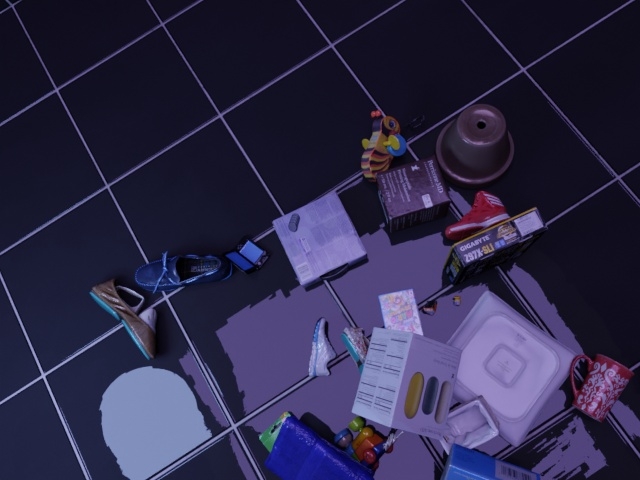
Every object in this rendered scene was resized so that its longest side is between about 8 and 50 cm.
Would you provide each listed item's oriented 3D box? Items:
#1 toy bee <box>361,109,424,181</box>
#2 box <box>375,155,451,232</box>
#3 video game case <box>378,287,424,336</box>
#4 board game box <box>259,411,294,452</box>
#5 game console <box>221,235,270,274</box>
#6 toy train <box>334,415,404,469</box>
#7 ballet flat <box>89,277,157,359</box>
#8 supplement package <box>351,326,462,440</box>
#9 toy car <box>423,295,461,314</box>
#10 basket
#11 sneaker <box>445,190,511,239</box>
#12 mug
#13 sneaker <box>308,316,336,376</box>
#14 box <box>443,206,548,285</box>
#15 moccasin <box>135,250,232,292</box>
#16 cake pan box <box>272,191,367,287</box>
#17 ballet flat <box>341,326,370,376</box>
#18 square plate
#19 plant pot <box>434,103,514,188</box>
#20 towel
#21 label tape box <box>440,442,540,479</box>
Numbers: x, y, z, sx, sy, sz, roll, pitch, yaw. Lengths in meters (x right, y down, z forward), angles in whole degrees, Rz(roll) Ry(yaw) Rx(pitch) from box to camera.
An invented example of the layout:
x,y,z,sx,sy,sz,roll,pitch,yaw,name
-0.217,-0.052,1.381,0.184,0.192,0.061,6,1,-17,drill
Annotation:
x,y,z,sx,sy,sz,roll,pitch,yaw,name
0.211,-0.356,1.937,0.162,0.195,0.298,40,54,-25,toy bee
0.300,-0.148,1.858,0.203,0.167,0.169,-17,73,3,box
0.262,0.248,1.834,0.119,0.015,0.166,-12,74,5,video game case
-0.063,0.670,1.754,0.124,0.039,0.259,-43,76,-4,board game box
-0.254,0.048,1.934,0.122,0.071,0.107,36,83,15,game console
0.141,0.578,1.669,0.143,0.105,0.248,48,124,28,toy train
-0.640,0.250,1.928,0.342,0.116,0.124,40,64,20,ballet flat
0.253,0.414,1.655,0.199,0.198,0.263,23,76,-26,supplement package
0.391,0.213,1.806,0.121,0.060,0.041,-8,105,13,toy car
0.429,0.540,1.659,0.167,0.103,0.113,-34,77,18,basket
0.502,-0.085,1.868,0.221,0.087,0.128,-13,64,-8,sneaker
0.812,0.429,1.670,0.150,0.113,0.169,27,83,48,mug
0.012,0.345,1.822,0.082,0.071,0.191,6,84,3,sneaker
0.512,0.029,1.699,0.257,0.322,0.079,-26,74,1,box
-0.478,0.089,1.931,0.341,0.117,0.138,-12,73,5,moccasin
0.000,0.000,1.914,0.245,0.070,0.267,-28,73,2,cake pan box
0.148,0.378,1.784,0.077,0.091,0.241,-20,75,-24,ballet flat
0.558,0.384,1.737,0.347,0.049,0.344,37,83,15,square plate
0.508,-0.328,1.848,0.262,0.229,0.263,-2,74,9,plant pot
-0.005,0.667,1.655,0.308,0.076,0.228,33,122,16,towel
0.443,0.780,1.593,0.249,0.115,0.348,16,111,12,label tape box
